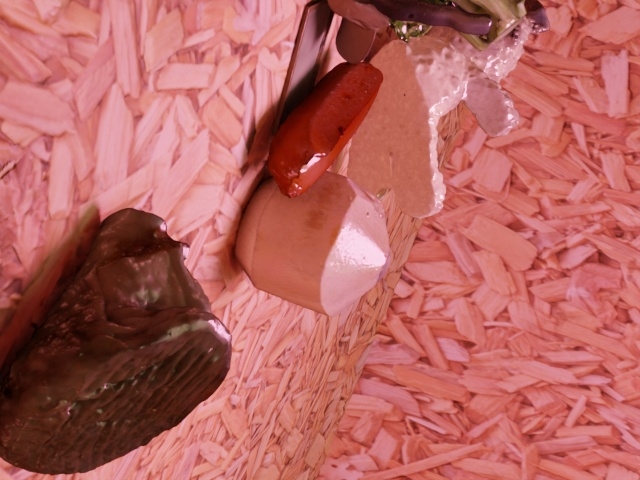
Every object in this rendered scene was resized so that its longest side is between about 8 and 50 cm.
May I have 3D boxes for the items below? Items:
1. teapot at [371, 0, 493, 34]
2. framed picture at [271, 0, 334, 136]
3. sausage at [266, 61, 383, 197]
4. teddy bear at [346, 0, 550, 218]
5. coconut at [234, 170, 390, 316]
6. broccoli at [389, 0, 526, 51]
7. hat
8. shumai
[{"bbox_3d":[0.131,-0.401,1.697,0.223,0.285,0.305,-156,-120,-84],"label":"teapot"},{"bbox_3d":[-0.021,-0.261,1.944,0.136,0.010,0.200,-45,154,-61],"label":"framed picture"},{"bbox_3d":[0.005,-0.173,1.960,0.330,0.102,0.102,-56,164,-52],"label":"sausage"},{"bbox_3d":[0.247,-0.255,2.411,0.362,0.327,0.375,-14,111,-44],"label":"teddy bear"},{"bbox_3d":[0.000,0.001,1.994,0.241,0.241,0.241,22,90,-79],"label":"coconut"},{"bbox_3d":[0.203,-0.420,2.067,0.308,0.275,0.308,-35,172,-6],"label":"broccoli"},{"bbox_3d":[0.028,-0.343,1.882,0.173,0.144,0.166,-36,-137,45],"label":"hat"},{"bbox_3d":[-0.240,0.105,1.386,0.272,0.203,0.222,-24,146,-21],"label":"shumai"}]
